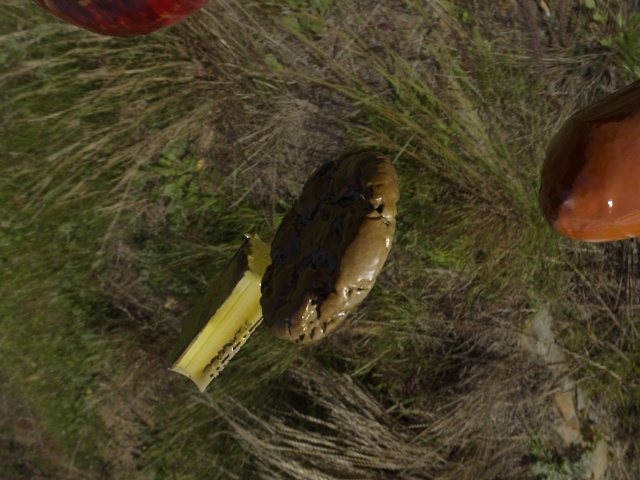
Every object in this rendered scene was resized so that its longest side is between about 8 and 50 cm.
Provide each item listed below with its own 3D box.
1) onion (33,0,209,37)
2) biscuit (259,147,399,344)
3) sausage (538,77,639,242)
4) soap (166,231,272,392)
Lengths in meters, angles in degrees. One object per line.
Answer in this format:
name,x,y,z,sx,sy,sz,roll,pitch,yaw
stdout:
onion,-0.193,-0.305,0.434,0.246,0.190,0.246,2,101,9
biscuit,0.000,0.000,0.517,0.042,0.226,0.226,27,127,-23
sausage,0.319,-0.087,0.456,0.258,0.133,0.133,-31,92,9
soap,-0.148,0.110,0.794,0.076,0.135,0.233,31,114,-17
